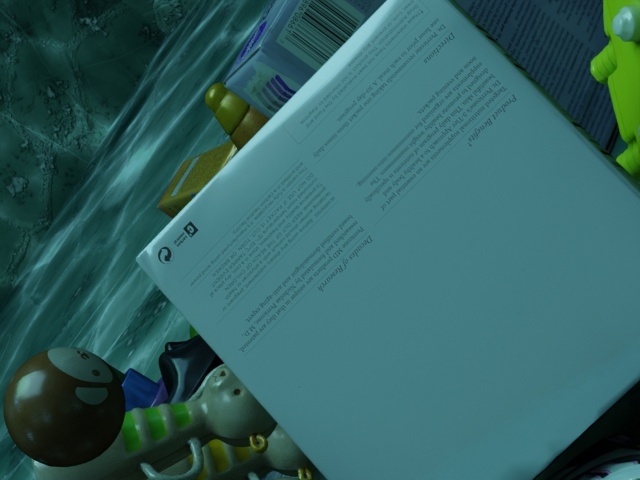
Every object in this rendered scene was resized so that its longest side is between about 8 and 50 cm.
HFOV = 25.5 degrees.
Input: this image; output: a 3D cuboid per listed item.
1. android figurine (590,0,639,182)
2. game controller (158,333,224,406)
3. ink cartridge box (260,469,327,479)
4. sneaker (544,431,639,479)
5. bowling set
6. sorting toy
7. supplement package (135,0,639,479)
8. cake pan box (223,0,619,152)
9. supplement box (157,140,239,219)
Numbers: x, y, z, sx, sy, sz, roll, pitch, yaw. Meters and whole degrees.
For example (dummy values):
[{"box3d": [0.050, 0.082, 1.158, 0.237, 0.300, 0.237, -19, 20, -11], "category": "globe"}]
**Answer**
[{"box3d": [0.206, -0.108, 0.707, 0.273, 0.056, 0.248, 133, 128, -70], "category": "android figurine"}, {"box3d": [-0.088, 0.163, 0.981, 0.319, 0.067, 0.166, 91, -159, -68], "category": "game controller"}, {"box3d": [-0.022, 0.194, 0.880, 0.208, 0.087, 0.153, -54, 16, -6], "category": "ink cartridge box"}, {"box3d": [0.142, 0.112, 0.629, 0.178, 0.072, 0.077, -27, 20, 47], "category": "sneaker"}, {"box3d": [-0.049, 0.129, 0.665, 0.154, 0.200, 0.287, -18, 39, -9], "category": "bowling set"}, {"box3d": [-0.103, 0.000, 1.234, 0.365, 0.126, 0.127, -61, 10, -21], "category": "sorting toy"}, {"box3d": [0.063, 0.017, 0.697, 0.194, 0.203, 0.149, -45, -13, 10], "category": "supplement package"}, {"box3d": [0.093, -0.133, 0.957, 0.070, 0.245, 0.267, -35, 25, 57], "category": "cake pan box"}, {"box3d": [-0.122, -0.062, 1.728, 0.080, 0.078, 0.233, -59, 16, -18], "category": "supplement box"}]
